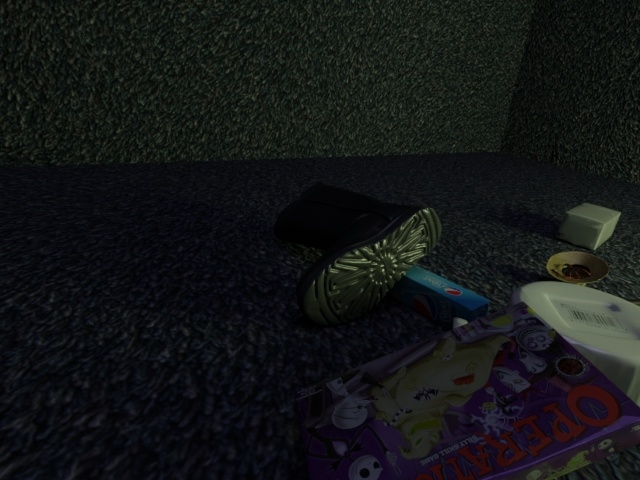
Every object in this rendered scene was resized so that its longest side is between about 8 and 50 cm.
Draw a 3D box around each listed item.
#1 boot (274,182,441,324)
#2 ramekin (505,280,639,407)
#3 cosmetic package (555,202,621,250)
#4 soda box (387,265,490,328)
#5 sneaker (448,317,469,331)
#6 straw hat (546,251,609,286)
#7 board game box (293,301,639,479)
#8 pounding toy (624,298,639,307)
[{"bbox_3d":[0.002,-0.001,1.030,0.366,0.146,0.445,-30,30,-24],"label":"boot"},{"bbox_3d":[0.434,0.180,0.716,0.276,0.135,0.277,4,22,-2],"label":"ramekin"},{"bbox_3d":[0.914,-0.053,1.462,0.127,0.107,0.237,26,26,36],"label":"cosmetic package"},{"bbox_3d":[0.242,0.120,0.911,0.071,0.067,0.210,-13,27,-38],"label":"soda box"},{"bbox_3d":[0.234,0.229,0.605,0.122,0.106,0.290,10,33,5],"label":"sneaker"},{"bbox_3d":[0.647,0.091,1.091,0.144,0.061,0.145,-9,28,5],"label":"straw hat"},{"bbox_3d":[0.148,0.205,0.511,0.346,0.056,0.208,-21,32,-2],"label":"board game box"},{"bbox_3d":[0.620,0.174,0.858,0.182,0.110,0.237,-4,-9,6],"label":"pounding toy"}]
